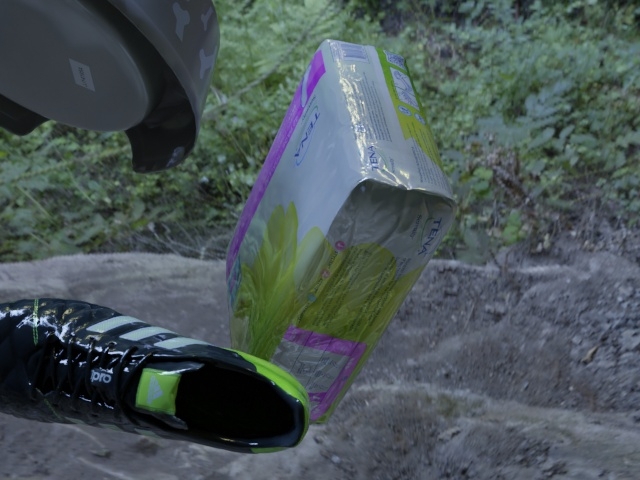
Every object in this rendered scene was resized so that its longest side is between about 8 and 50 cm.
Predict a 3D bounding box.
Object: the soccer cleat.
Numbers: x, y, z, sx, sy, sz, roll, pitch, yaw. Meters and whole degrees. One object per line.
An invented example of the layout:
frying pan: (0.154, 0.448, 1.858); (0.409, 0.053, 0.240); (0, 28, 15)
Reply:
soccer cleat: (-0.089, 0.063, 0.412); (0.178, 0.072, 0.060); (12, 82, -8)

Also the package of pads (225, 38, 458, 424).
package of pads: (0.000, 0.000, 0.796); (0.101, 0.296, 0.229); (12, 38, -19)

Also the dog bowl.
dog bowl: (-0.245, -0.201, 0.770); (0.348, 0.349, 0.102); (19, 67, 13)
